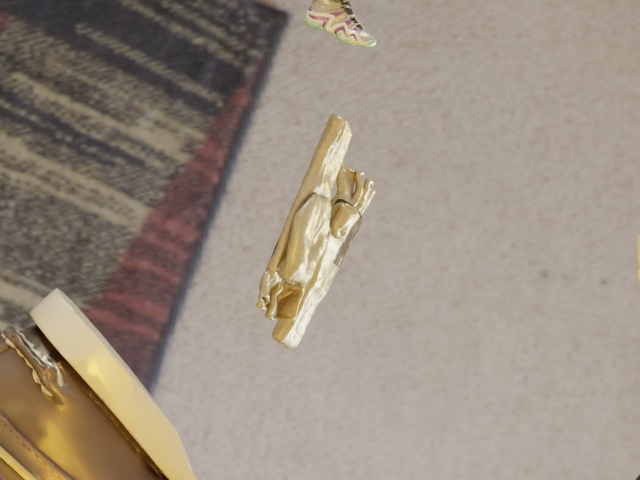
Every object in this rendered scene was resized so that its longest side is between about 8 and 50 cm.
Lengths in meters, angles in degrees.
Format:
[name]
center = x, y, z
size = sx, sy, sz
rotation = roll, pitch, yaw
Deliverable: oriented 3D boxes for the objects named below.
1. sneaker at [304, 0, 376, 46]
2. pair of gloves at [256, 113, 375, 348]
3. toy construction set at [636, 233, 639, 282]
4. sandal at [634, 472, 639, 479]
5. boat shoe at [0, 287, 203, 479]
[sneaker]
center = 0.032, -0.282, 1.934
size = 0.038, 0.098, 0.069
rotation = -29, 142, -67
[pair of gloves]
center = 0.000, 0.000, 1.558
size = 0.042, 0.240, 0.204
rotation = 21, 76, 11
[toy construction set]
center = 0.317, -0.026, 1.015
size = 0.151, 0.327, 0.215
rotation = 24, 80, 1
[sandal]
center = 0.277, 0.205, 1.087
size = 0.054, 0.097, 0.254
rotation = -50, 152, -6
[boat shoe]
center = -0.082, 0.180, 0.870
size = 0.097, 0.116, 0.324
rotation = -38, 106, -8
